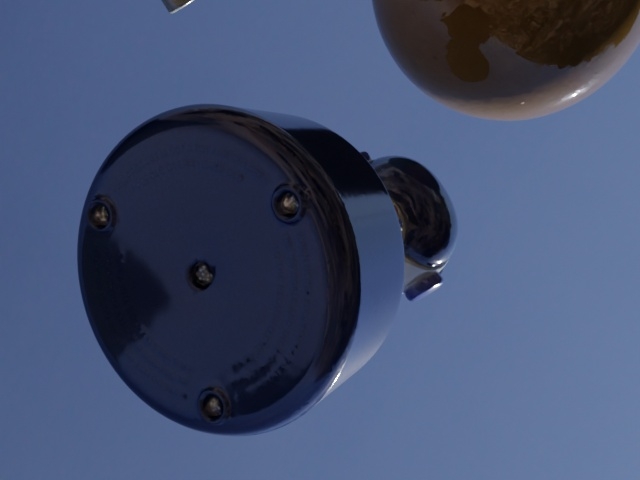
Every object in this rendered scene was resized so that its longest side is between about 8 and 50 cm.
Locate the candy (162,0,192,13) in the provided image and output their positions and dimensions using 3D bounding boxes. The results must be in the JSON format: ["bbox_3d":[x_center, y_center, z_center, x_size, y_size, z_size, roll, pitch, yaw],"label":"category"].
[{"bbox_3d":[-0.163,-0.262,0.699,0.124,0.124,0.365,-41,-79,-35],"label":"candy"}]

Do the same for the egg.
[{"bbox_3d":[0.209,-0.298,1.590,0.301,0.301,0.374,23,-117,0],"label":"egg"}]

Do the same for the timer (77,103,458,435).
[{"bbox_3d":[0.000,0.000,1.365,0.270,0.270,0.383,46,-152,16],"label":"timer"}]
